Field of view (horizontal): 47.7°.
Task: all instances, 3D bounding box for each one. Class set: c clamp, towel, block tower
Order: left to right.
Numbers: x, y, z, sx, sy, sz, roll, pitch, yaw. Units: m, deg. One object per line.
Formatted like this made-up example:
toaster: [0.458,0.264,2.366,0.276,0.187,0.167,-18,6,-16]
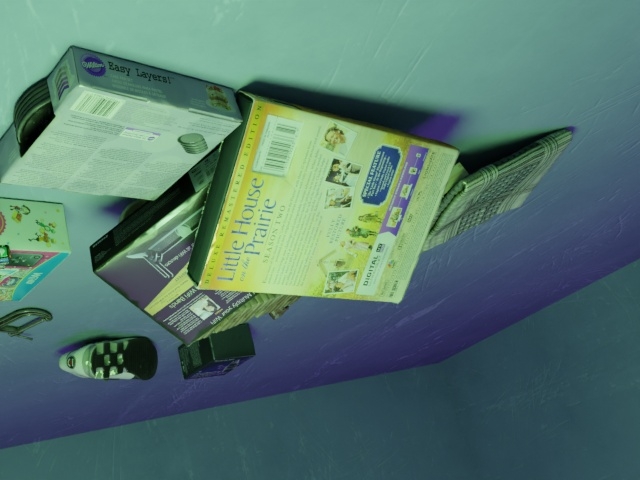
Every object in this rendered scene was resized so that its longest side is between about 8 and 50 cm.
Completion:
c clamp: [-0.684,0.191,1.679,0.160,0.022,0.137,-26,153,29]
block tower: [-0.151,0.114,1.545,0.335,0.097,0.091,-20,160,-47]
towel: [0.366,-0.091,1.581,0.312,0.056,0.324,-26,163,-25]

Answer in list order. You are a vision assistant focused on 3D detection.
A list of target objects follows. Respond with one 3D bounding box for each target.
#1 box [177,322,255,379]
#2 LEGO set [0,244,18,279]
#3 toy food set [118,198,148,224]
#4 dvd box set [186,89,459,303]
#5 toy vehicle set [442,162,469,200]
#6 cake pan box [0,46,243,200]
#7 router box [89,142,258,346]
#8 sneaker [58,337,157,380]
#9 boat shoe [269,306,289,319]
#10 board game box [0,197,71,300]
box: [-0.323,0.343,2.239,0.153,0.108,0.207,1,154,-38]
LEGO set: [-0.565,0.040,1.081,0.244,0.060,0.182,-22,164,39]
toy food set: [-0.190,0.001,1.332,0.306,0.092,0.220,-15,135,-3]
dvd box set: [0.014,-0.052,1.196,0.420,0.062,0.308,6,110,-35]
toy vehicle set: [0.260,-0.077,1.585,0.166,0.035,0.267,-36,163,9]
cake pan box: [-0.287,-0.148,1.017,0.267,0.070,0.245,4,150,-44]
router box: [-0.190,0.010,1.230,0.309,0.081,0.243,-36,129,5]
sneaker: [-0.585,0.328,2.015,0.146,0.122,0.330,-5,167,22]
boat shoe: [-0.121,0.173,2.028,0.072,0.068,0.190,-28,170,-3]
board game box: [-0.598,0.017,1.169,0.303,0.097,0.224,3,153,-45]
